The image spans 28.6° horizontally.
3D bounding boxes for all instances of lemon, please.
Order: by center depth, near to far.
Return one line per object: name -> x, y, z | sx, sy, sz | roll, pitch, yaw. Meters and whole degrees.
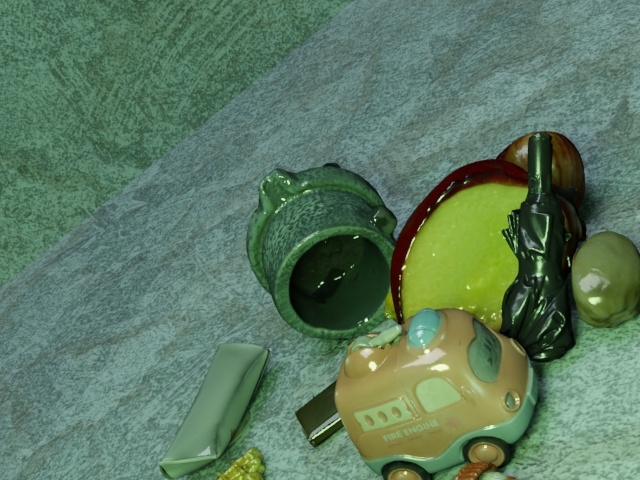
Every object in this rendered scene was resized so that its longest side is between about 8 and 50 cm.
lemon -> 0.157, 0.106, 2.167 | 0.110, 0.082, 0.082 | -36, 24, -16

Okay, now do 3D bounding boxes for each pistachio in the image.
pistachio -> 0.427, 0.056, 1.867 | 0.108, 0.126, 0.185 | -57, 2, 38

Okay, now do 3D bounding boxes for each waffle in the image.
waffle -> -0.175, 0.427, 2.070 | 0.192, 0.046, 0.161 | -27, 28, 20

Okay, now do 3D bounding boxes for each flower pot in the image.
flower pot -> 0.000, 0.000, 2.298 | 0.299, 0.299, 0.283 | -34, 28, 5

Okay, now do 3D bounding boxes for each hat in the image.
hat -> 0.252, 0.348, 1.640 | 0.162, 0.094, 0.112 | 6, 55, 31

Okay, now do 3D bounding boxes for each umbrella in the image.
umbrella -> 0.326, 0.011, 1.870 | 0.118, 0.340, 0.118 | 2, 1, 0

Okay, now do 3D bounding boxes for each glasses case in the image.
glasses case -> -0.176, 0.306, 2.245 | 0.128, 0.083, 0.308 | -12, 33, 31

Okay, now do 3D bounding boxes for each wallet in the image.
wallet -> 0.050, 0.258, 2.095 | 0.198, 0.031, 0.110 | -37, 24, -2

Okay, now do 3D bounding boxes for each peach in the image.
peach -> 0.247, 0.037, 2.023 | 0.362, 0.257, 0.201 | -56, 1, 1

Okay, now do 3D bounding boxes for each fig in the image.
fig -> 0.381, -0.074, 2.148 | 0.175, 0.207, 0.175 | -17, -11, -3

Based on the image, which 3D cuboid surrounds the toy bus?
toy bus -> 0.155, 0.210, 1.817 | 0.287, 0.232, 0.194 | -25, 24, 29
